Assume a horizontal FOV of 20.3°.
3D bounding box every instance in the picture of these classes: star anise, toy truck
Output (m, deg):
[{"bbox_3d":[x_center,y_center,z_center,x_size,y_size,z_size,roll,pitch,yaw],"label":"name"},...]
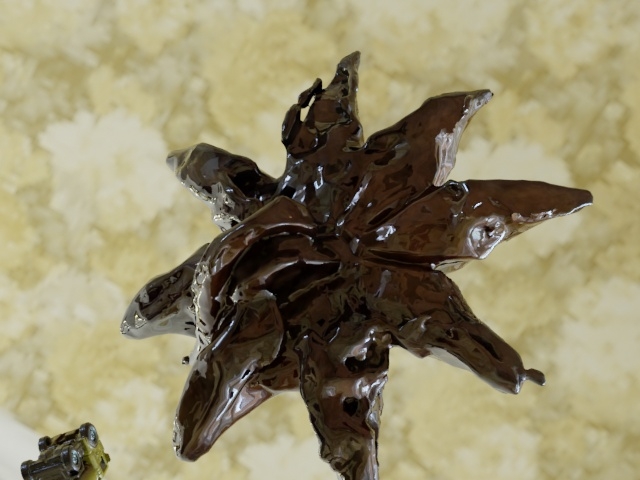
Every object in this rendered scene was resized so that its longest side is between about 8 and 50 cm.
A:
[{"bbox_3d":[0.000,0.000,0.914,0.272,0.272,0.102,57,-177,34],"label":"star anise"},{"bbox_3d":[-0.208,0.188,1.477,0.083,0.049,0.054,-63,-47,-71],"label":"toy truck"}]
